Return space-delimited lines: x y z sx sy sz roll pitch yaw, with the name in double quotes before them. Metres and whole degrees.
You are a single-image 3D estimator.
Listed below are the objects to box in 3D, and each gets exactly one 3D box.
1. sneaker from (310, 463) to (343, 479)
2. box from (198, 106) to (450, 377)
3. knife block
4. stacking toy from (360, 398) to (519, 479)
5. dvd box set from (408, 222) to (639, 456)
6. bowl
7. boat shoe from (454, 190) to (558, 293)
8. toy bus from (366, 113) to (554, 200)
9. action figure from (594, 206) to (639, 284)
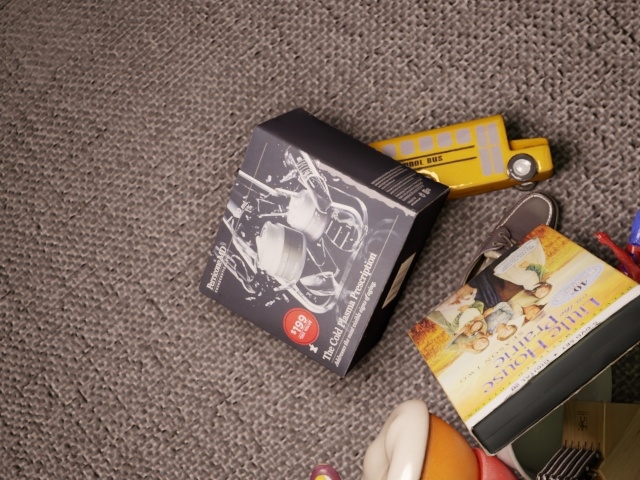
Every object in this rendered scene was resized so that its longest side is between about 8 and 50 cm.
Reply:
"sneaker" 0.013 0.495 1.809 0.069 0.084 0.186 -11 82 12
"box" 0.000 0.000 1.752 0.312 0.179 0.343 29 117 15
"knife block" 0.464 0.378 1.624 0.088 0.275 0.242 -6 78 55
"stacking toy" 0.292 0.494 1.665 0.479 0.350 0.351 19 89 -1
"dvd box set" 0.303 0.130 1.535 0.307 0.420 0.062 -39 104 4
"bowl" 0.351 0.255 1.688 0.134 0.297 0.298 2 84 48
"boat shoe" 0.323 0.036 1.780 0.102 0.092 0.285 37 93 14
"toy bus" 0.243 -0.136 1.810 0.332 0.108 0.130 -12 80 12
"action figure" 0.516 -0.020 1.744 0.139 0.091 0.281 13 86 7
